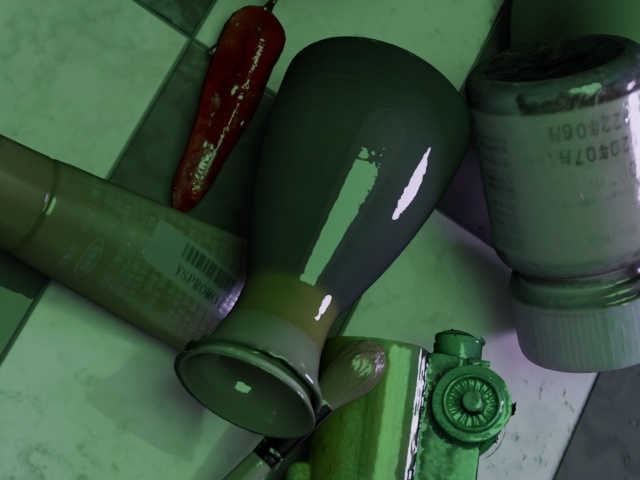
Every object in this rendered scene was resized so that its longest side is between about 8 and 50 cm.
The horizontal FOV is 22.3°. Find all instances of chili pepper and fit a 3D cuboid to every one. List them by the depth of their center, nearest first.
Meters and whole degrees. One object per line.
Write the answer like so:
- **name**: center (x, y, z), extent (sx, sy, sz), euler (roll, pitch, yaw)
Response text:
- **chili pepper**: center (-0.078, -0.135, 1.435), extent (0.059, 0.050, 0.268), euler (31, 69, -22)

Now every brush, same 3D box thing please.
- **brush**: center (-0.060, 0.188, 1.340), extent (0.299, 0.039, 0.042), euler (-42, 104, -6)

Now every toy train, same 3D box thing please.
- **toy train**: center (0.066, 0.223, 1.400), extent (0.190, 0.126, 0.307), euler (5, 74, 9)

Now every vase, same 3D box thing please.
- **vase**: center (0.000, 0.000, 1.346), extent (0.173, 0.173, 0.321), euler (33, 58, -15)

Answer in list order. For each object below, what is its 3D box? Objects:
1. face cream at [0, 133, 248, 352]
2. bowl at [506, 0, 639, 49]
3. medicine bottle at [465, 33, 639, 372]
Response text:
- **face cream**: center (-0.144, 0.019, 1.361), extent (0.341, 0.084, 0.137), euler (27, 68, -27)
- **bowl**: center (0.375, -0.195, 1.557), extent (0.354, 0.185, 0.353), euler (2, 86, -24)
- **medicine bottle**: center (0.230, -0.034, 1.446), extent (0.165, 0.165, 0.273), euler (-25, 114, -27)
